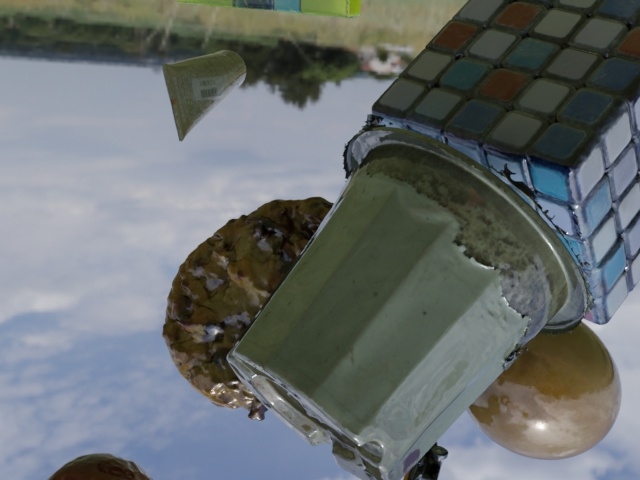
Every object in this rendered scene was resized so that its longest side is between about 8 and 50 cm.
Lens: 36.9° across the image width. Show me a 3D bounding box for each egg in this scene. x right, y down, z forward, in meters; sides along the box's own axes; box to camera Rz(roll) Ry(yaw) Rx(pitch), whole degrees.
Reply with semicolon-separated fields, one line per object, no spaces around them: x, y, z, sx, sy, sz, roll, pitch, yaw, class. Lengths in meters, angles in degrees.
0.443;0.289;1.932;0.374;0.301;0.301;41;170;-29;egg

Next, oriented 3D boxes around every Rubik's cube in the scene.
0.285;-0.124;1.180;0.287;0.292;0.293;25;-113;39;Rubik's cube

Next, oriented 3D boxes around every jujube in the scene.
-0.296;0.388;1.339;0.168;0.168;0.236;7;158;19;jujube

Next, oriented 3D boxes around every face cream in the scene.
-0.222;-0.292;1.798;0.084;0.137;0.341;-6;-161;14;face cream

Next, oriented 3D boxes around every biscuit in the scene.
-0.068;0.089;1.346;0.334;0.289;0.081;-36;160;4;biscuit

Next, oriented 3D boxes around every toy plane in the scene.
0.192;0.474;1.884;0.103;0.204;0.316;10;-159;5;toy plane

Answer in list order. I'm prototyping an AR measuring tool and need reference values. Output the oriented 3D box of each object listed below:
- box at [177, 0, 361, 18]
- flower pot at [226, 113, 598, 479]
-0.086;-0.460;1.519;0.335;0.187;0.047;12;-160;28;box
0.069;0.074;0.881;0.290;0.259;0.290;35;161;14;flower pot
